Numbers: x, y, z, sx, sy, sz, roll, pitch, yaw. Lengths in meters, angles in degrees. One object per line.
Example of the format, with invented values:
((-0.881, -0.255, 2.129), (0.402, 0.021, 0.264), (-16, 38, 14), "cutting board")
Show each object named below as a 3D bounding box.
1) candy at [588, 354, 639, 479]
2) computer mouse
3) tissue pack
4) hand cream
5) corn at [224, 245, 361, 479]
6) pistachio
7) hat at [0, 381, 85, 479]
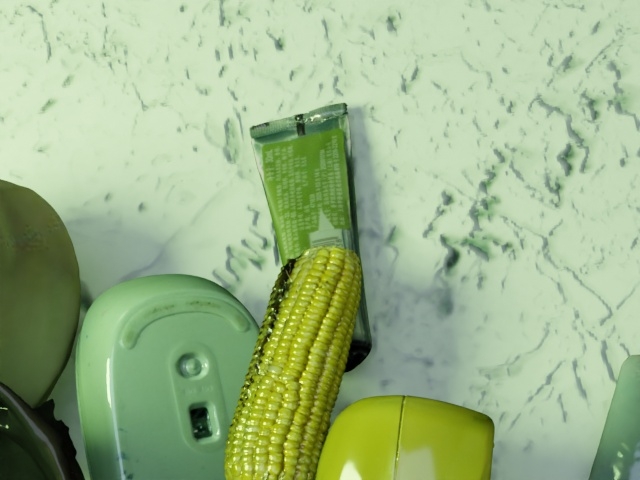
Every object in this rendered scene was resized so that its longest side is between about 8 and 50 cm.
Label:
((0.290, 0.167, 1.042), (0.174, 0.071, 0.138), (16, 75, 12), "candy")
((-0.100, 0.165, 1.085), (0.159, 0.097, 0.288), (-7, 78, -29), "computer mouse")
((0.059, 0.177, 1.018), (0.127, 0.178, 0.123), (7, 72, 7), "tissue pack")
((0.000, 0.000, 1.156), (0.086, 0.055, 0.235), (-13, 65, 7), "hand cream")
((-0.018, 0.096, 1.051), (0.072, 0.072, 0.203), (12, 68, 12), "corn")
((-0.329, 0.083, 1.103), (0.332, 0.208, 0.226), (-43, 94, 4), "pistachio")
((-0.304, 0.190, 0.982), (0.336, 0.209, 0.238), (25, 81, -15), "hat")
